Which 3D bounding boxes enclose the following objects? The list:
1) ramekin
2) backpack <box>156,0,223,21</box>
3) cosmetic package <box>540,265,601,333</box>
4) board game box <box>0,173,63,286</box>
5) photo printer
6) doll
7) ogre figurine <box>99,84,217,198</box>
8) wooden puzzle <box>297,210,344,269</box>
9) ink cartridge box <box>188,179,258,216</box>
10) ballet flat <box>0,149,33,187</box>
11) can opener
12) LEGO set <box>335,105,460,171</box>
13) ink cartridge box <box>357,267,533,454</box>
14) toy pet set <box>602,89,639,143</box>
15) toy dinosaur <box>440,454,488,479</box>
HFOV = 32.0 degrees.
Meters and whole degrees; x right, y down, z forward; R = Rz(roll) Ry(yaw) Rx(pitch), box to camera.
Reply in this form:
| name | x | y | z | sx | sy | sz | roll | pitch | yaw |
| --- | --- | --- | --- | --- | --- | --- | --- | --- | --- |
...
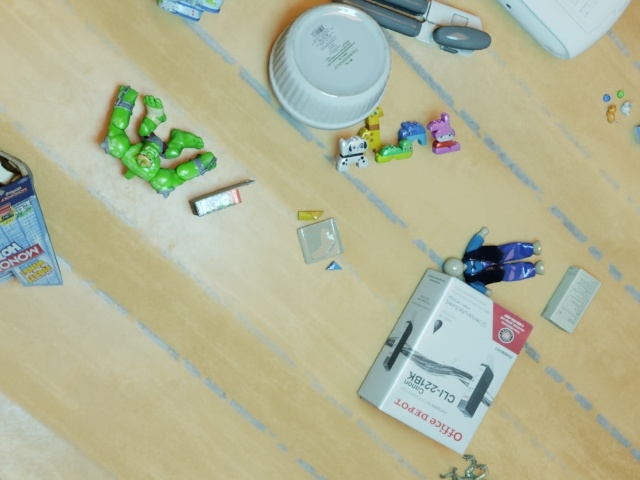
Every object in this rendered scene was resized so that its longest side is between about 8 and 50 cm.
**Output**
| name | x | y | z | sx | sy | sz | roll | pitch | yaw |
| --- | --- | --- | --- | --- | --- | --- | --- | --- | --- |
| ramekin | 0.021 | -0.297 | 1.868 | 0.207 | 0.109 | 0.207 | 2 | 78 | -11 |
| backpack | -0.212 | -0.408 | 1.820 | 0.114 | 0.105 | 0.084 | 15 | 114 | -19 |
| cosmetic package | 0.477 | 0.112 | 2.124 | 0.060 | 0.041 | 0.115 | 35 | 86 | -18 |
| board game box | -0.498 | 0.017 | 1.762 | 0.194 | 0.060 | 0.194 | -26 | 136 | -2 |
| photo printer | 0.426 | -0.498 | 2.003 | 0.307 | 0.107 | 0.256 | 40 | 84 | -18 |
| doll | 0.316 | 0.039 | 2.063 | 0.189 | 0.046 | 0.129 | -8 | 90 | -14 |
| ogre figurine | -0.274 | -0.153 | 1.837 | 0.197 | 0.097 | 0.118 | 48 | 63 | -32 |
| wooden puzzle | 0.000 | 0.000 | 1.979 | 0.078 | 0.014 | 0.116 | -10 | 99 | -12 |
| ink cartridge box | -0.161 | -0.072 | 1.893 | 0.115 | 0.063 | 0.029 | -19 | 101 | -14 |
| ballet flat | -0.590 | -0.147 | 1.728 | 0.316 | 0.106 | 0.107 | 22 | 89 | -18 |
| can opener | 0.165 | -0.394 | 1.940 | 0.283 | 0.095 | 0.076 | 16 | 91 | -19 |
| LEGO set | 0.122 | -0.194 | 1.952 | 0.227 | 0.087 | 0.093 | -12 | 114 | -15 |
| ink cartridge box | 0.225 | 0.219 | 2.020 | 0.197 | 0.114 | 0.273 | 31 | 87 | -19 |
| toy pet set | 0.613 | -0.235 | 2.114 | 0.122 | 0.065 | 0.114 | -17 | 101 | -14 |
| toy dinosaur | 0.289 | 0.456 | 2.110 | 0.183 | 0.053 | 0.093 | -5 | 113 | -9 |
